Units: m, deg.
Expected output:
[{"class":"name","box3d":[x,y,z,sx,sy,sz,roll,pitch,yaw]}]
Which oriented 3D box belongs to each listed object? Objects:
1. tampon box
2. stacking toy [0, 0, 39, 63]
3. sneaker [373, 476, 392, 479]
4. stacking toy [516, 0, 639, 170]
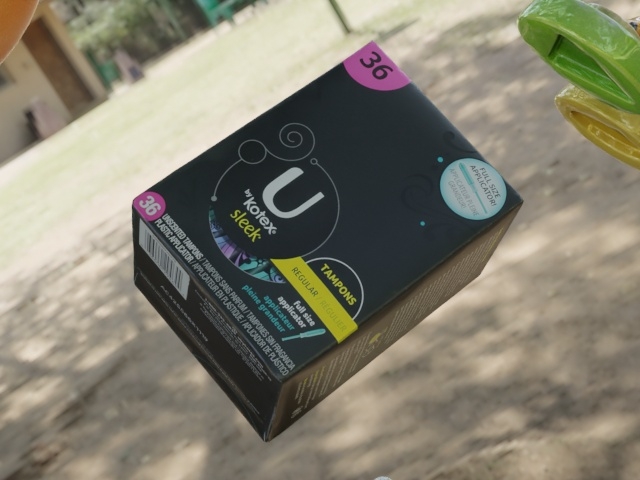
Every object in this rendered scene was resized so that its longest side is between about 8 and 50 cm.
[{"class":"tampon box","box3d":[0.000,0.000,0.704,0.161,0.120,0.101,-37,-15,-21]},{"class":"stacking toy","box3d":[-0.397,-0.070,1.061,0.350,0.480,0.350,5,-10,1]},{"class":"sneaker","box3d":[0.085,0.259,1.026,0.083,0.190,0.071,-45,16,-30]},{"class":"stacking toy","box3d":[0.323,-0.135,1.119,0.309,0.279,0.130,34,86,38]}]
